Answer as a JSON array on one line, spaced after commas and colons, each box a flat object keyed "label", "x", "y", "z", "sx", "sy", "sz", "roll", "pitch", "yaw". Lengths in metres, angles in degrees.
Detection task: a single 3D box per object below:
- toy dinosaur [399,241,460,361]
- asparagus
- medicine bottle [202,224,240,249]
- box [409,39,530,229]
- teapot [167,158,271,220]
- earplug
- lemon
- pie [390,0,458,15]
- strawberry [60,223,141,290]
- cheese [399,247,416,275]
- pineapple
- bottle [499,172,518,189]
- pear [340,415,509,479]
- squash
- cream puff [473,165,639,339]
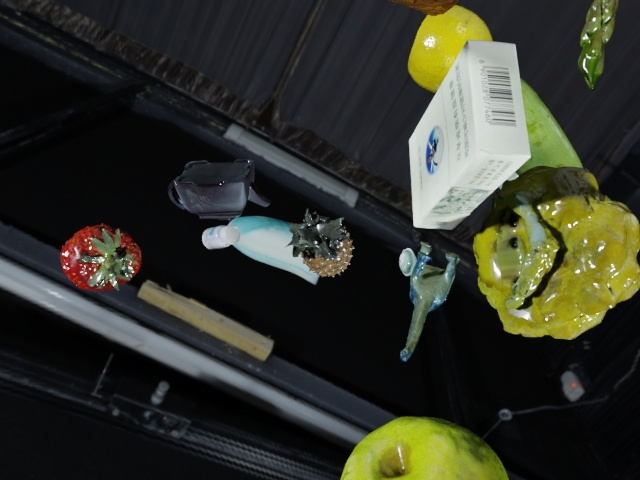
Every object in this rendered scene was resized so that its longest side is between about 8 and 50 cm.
[{"label": "toy dinosaur", "x": 0.195, "y": 0.079, "z": 0.937, "sx": 0.076, "sy": 0.147, "sz": 0.363, "roll": 17, "pitch": -161, "yaw": 14}, {"label": "asparagus", "x": 0.719, "y": -0.540, "z": 1.365, "sx": 0.080, "sy": 0.288, "sz": 0.080, "roll": 14, "pitch": -172, "yaw": -2}, {"label": "medicine bottle", "x": -0.233, "y": -0.009, "z": 1.233, "sx": 0.052, "sy": 0.089, "sz": 0.052, "roll": 12, "pitch": -106, "yaw": -47}, {"label": "box", "x": 0.199, "y": -0.134, "z": 0.750, "sx": 0.069, "sy": 0.256, "sz": 0.164, "roll": 3, "pitch": -109, "yaw": -7}, {"label": "teapot", "x": -0.173, "y": -0.077, "z": 0.900, "sx": 0.177, "sy": 0.096, "sz": 0.087, "roll": -1, "pitch": -146, "yaw": 7}, {"label": "earplug", "x": -0.141, "y": 0.008, "z": 1.667, "sx": 0.323, "sy": 0.185, "sz": 0.185, "roll": 16, "pitch": -154, "yaw": -2}, {"label": "lemon", "x": 0.382, "y": -0.530, "z": 1.492, "sx": 0.219, "sy": 0.241, "sz": 0.240, "roll": 29, "pitch": -157, "yaw": 14}, {"label": "pie", "x": 0.031, "y": -0.332, "z": 0.567, "sx": 0.308, "sy": 0.086, "sz": 0.308, "roll": 23, "pitch": -146, "yaw": -17}, {"label": "strawberry", "x": -0.388, "y": 0.026, "z": 0.926, "sx": 0.131, "sy": 0.131, "sz": 0.148, "roll": 13, "pitch": -166, "yaw": -34}, {"label": "cheese", "x": 0.218, "y": 0.061, "z": 1.275, "sx": 0.026, "sy": 0.067, "sz": 0.121, "roll": 6, "pitch": -155, "yaw": -18}, {"label": "pineapple", "x": -0.003, "y": -0.002, "z": 1.334, "sx": 0.165, "sy": 0.166, "sz": 0.364, "roll": 37, "pitch": 176, "yaw": 14}, {"label": "bottle", "x": 0.491, "y": -0.252, "z": 1.359, "sx": 0.083, "sy": 0.270, "sz": 0.083, "roll": -12, "pitch": -144, "yaw": 9}, {"label": "pear", "x": 0.237, "y": 0.580, "z": 1.119, "sx": 0.390, "sy": 0.391, "sz": 0.391, "roll": 25, "pitch": -155, "yaw": -13}, {"label": "squash", "x": 0.424, "y": -0.163, "z": 1.008, "sx": 0.371, "sy": 0.118, "sz": 0.118, "roll": 51, "pitch": -157, "yaw": -10}, {"label": "cream puff", "x": 0.345, "y": 0.021, "z": 0.817, "sx": 0.185, "sy": 0.282, "sz": 0.282, "roll": -5, "pitch": -138, "yaw": -46}]
